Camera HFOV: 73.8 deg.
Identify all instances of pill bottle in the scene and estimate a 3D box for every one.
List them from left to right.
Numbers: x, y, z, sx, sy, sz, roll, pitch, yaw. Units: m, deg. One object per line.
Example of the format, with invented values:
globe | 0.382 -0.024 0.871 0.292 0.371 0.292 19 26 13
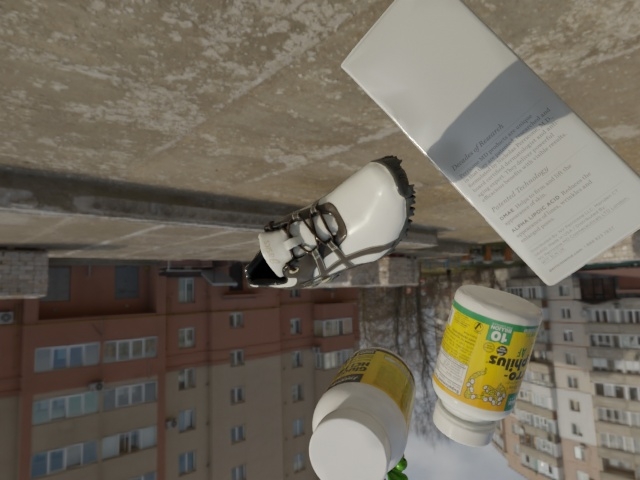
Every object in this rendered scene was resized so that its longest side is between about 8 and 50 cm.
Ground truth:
pill bottle | 0.094 0.360 0.893 0.188 0.187 0.334 -4 -177 17
pill bottle | 0.230 0.179 0.615 0.118 0.208 0.117 12 -169 -2

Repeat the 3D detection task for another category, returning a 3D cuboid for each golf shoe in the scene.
golf shoe | 0.000 0.000 0.378 0.094 0.077 0.198 -12 158 -38

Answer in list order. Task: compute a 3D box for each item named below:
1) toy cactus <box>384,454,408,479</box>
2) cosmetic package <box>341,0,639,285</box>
toy cactus | 0.130 0.550 1.052 0.181 0.112 0.219 36 154 11
cosmetic package | 0.233 -0.151 0.582 0.156 0.385 0.217 -46 171 25
